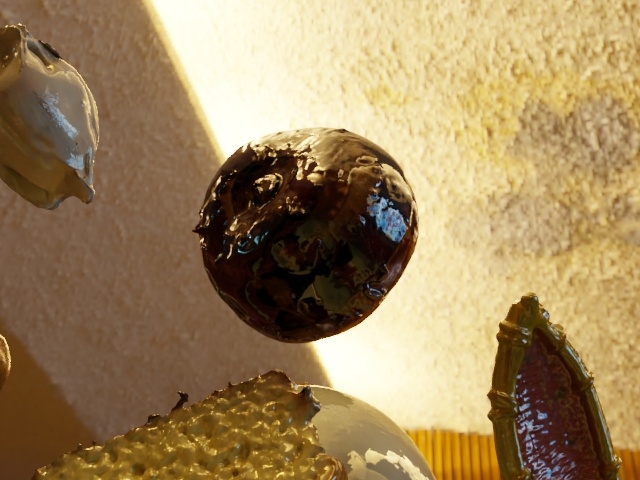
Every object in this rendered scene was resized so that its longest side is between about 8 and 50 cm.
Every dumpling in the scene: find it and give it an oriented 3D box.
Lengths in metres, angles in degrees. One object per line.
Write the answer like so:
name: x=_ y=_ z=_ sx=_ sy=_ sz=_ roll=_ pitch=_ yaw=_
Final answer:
dumpling: x=-0.301 y=-0.119 z=1.165 sx=0.136 sy=0.118 sz=0.199 roll=-25 pitch=-90 yaw=28

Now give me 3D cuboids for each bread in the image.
bread: x=-0.091 y=0.198 z=0.832 sx=0.228 sy=0.143 sz=0.139 roll=-22 pitch=-29 yaw=-1

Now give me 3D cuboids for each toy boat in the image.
toy boat: x=0.220 y=0.201 z=1.017 sx=0.141 sy=0.318 sz=0.099 roll=-20 pitch=-1 yaw=-35

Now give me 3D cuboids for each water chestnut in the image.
water chestnut: x=0.000 y=0.000 z=1.416 sx=0.299 sy=0.300 sz=0.300 roll=1 pitch=-39 yaw=1

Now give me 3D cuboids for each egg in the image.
egg: x=0.017 y=0.232 z=0.991 sx=0.264 sy=0.286 sz=0.174 roll=45 pitch=-48 yaw=5

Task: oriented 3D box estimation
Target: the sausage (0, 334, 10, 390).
sausage: x=-0.320 y=0.095 z=0.825 sx=0.109 sy=0.109 sz=0.270 roll=34 pitch=-27 yaw=-33
